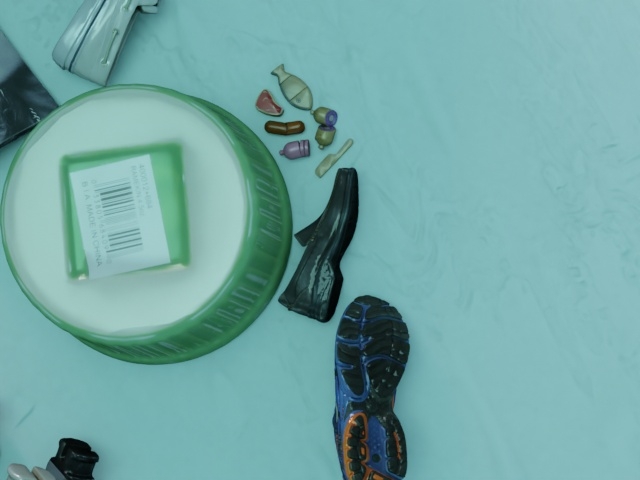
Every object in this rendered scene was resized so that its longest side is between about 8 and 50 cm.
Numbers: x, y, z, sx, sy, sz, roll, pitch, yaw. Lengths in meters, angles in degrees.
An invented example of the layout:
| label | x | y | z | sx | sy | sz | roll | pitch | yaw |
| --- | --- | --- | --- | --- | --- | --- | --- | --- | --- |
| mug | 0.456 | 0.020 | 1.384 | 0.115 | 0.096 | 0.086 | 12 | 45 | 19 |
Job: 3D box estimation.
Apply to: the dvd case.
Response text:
| label | x | y | z | sx | sy | sz | roll | pitch | yaw |
| --- | --- | --- | --- | --- | --- | --- | --- | --- | --- |
| dvd case | -0.420 | -0.189 | 1.565 | 0.164 | 0.018 | 0.221 | -34 | 80 | -25 |

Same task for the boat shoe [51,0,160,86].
| label | x | y | z | sx | sy | sz | roll | pitch | yaw |
| --- | --- | --- | --- | --- | --- | --- | --- | --- | --- |
| boat shoe | -0.210 | -0.277 | 1.562 | 0.076 | 0.083 | 0.226 | 32 | 100 | -3 |

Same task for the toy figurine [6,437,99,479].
| label | x | y | z | sx | sy | sz | roll | pitch | yaw |
| --- | --- | --- | --- | --- | --- | --- | --- | --- | --- |
| toy figurine | -0.354 | 0.266 | 1.452 | 0.209 | 0.213 | 0.148 | 22 | 97 | 6 |

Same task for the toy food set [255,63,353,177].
| label | x | y | z | sx | sy | sz | roll | pitch | yaw |
| --- | --- | --- | --- | --- | --- | --- | --- | --- | --- |
| toy food set | -0.026 | -0.130 | 1.546 | 0.122 | 0.019 | 0.078 | 43 | 91 | 9 |

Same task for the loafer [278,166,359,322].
| label | x | y | z | sx | sy | sz | roll | pitch | yaw |
| --- | --- | --- | --- | --- | --- | --- | --- | --- | --- |
| loafer | 0.000 | 0.000 | 1.510 | 0.061 | 0.062 | 0.170 | 14 | 85 | 13 |

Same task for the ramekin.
| label | x | y | z | sx | sy | sz | roll | pitch | yaw |
| --- | --- | --- | --- | --- | --- | --- | --- | --- | --- |
| ramekin | -0.189 | -0.021 | 1.489 | 0.303 | 0.148 | 0.303 | -1 | 84 | 7 |

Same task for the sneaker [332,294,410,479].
| label | x | y | z | sx | sy | sz | roll | pitch | yaw |
| --- | --- | --- | --- | --- | --- | --- | --- | --- | --- |
| sneaker | 0.043 | 0.164 | 1.478 | 0.083 | 0.087 | 0.221 | 10 | 68 | -14 |
